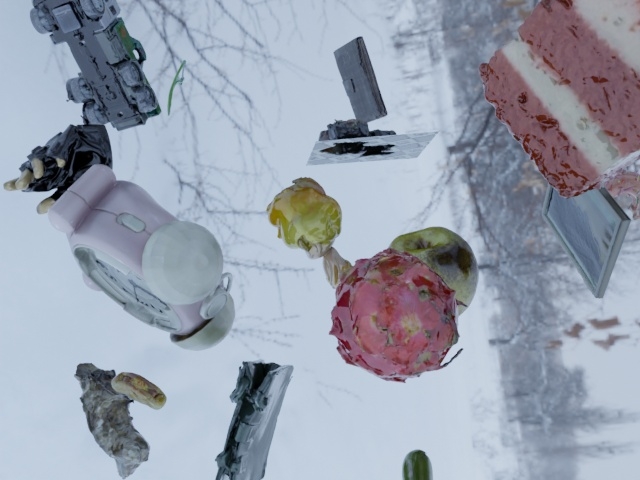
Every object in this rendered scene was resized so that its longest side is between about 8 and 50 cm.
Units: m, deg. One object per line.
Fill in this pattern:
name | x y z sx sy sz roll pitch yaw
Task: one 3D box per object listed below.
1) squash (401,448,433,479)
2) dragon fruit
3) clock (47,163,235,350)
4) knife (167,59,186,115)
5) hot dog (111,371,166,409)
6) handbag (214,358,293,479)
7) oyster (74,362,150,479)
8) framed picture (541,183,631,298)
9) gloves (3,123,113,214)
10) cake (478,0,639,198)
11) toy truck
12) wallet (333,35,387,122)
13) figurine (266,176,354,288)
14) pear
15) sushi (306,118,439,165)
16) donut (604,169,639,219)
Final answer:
squash | 0.150 0.379 1.098 0.183 0.052 0.052 -91 167 -67
dragon fruit | 0.116 0.116 1.148 0.205 0.210 0.268 58 13 5
clock | -0.313 0.047 1.382 0.184 0.326 0.342 -50 160 -20
knife | -0.369 -0.377 1.858 0.078 0.022 0.166 103 -2 -55
hot dog | -0.276 0.225 1.126 0.030 0.090 0.034 -57 169 -48
handbag | -0.132 0.353 1.410 0.260 0.079 0.247 52 53 -81
oyster | -0.454 0.429 1.667 0.396 0.111 0.204 41 -31 52
framed picture | 0.494 -0.044 1.399 0.265 0.018 0.192 -106 -168 -50
gloves | -0.500 -0.135 1.400 0.124 0.203 0.164 28 -57 51
cake | 0.467 -0.273 1.150 0.269 0.319 0.270 -25 74 -42
toy truck | -0.479 -0.404 1.633 0.178 0.176 0.363 -82 154 -52
wallet | 0.113 -0.447 2.078 0.042 0.124 0.230 -25 98 -33
figurine | 0.000 0.000 1.371 0.246 0.131 0.156 56 11 -15
pear | 0.220 0.077 1.468 0.197 0.197 0.197 -10 90 -75
sushi | 0.116 -0.241 1.750 0.294 0.292 0.059 131 -46 -82
donut | 0.780 -0.120 1.861 0.065 0.166 0.117 -39 146 -68
